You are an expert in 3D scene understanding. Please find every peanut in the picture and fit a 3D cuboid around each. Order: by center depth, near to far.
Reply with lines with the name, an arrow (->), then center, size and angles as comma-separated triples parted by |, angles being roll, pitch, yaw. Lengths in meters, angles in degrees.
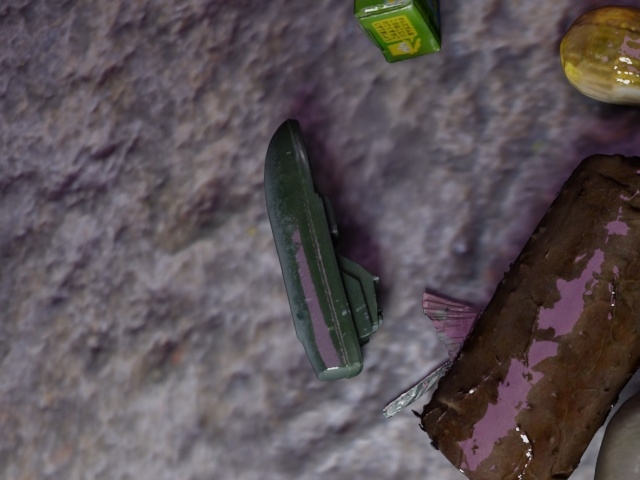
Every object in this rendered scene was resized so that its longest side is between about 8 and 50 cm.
peanut -> 0.295, -0.137, 0.649 | 0.206, 0.087, 0.087 | 23, 85, 30

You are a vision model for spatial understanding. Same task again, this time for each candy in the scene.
candy -> 0.076, -0.286, 0.783 | 0.062, 0.097, 0.195 | -6, 73, 24

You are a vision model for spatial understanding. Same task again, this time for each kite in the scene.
kite -> 0.115, 0.107, 0.703 | 0.152, 0.005, 0.137 | -28, 66, 15

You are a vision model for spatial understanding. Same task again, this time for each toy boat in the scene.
toy boat -> 0.000, 0.000, 0.750 | 0.085, 0.078, 0.261 | -13, 70, -5

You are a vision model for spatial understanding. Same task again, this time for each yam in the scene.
yam -> 0.186, 0.068, 0.617 | 0.131, 0.131, 0.280 | 31, 88, 28

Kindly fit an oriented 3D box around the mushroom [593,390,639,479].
mushroom -> 0.251, 0.193, 0.549 | 0.117, 0.141, 0.188 | -30, 60, 38
